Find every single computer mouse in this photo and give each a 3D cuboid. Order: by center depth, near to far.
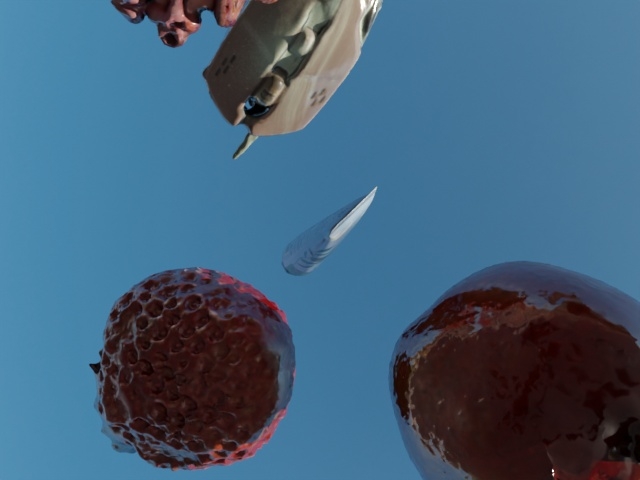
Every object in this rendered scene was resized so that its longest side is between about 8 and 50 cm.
[{"bbox_3d":[-0.035,-0.264,0.802,0.199,0.115,0.389,24,-69,-21],"label":"computer mouse"}]

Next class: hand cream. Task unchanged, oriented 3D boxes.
[{"bbox_3d":[0.000,0.000,0.877,0.058,0.091,0.271,49,-26,0],"label":"hand cream"}]

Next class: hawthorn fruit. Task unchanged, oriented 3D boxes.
[{"bbox_3d":[0.223,0.154,0.647,0.295,0.295,0.311,54,-39,11],"label":"hawthorn fruit"}]

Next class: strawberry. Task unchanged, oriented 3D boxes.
[{"bbox_3d":[-0.151,0.178,0.871,0.310,0.292,0.292,1,-87,20],"label":"strawberry"}]

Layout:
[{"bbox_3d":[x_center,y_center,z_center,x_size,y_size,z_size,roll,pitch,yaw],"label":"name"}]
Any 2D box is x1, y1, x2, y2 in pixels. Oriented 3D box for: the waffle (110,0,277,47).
[{"bbox_3d":[-0.086,-0.259,0.426,0.234,0.221,0.055,-28,-140,10],"label":"waffle"}]
